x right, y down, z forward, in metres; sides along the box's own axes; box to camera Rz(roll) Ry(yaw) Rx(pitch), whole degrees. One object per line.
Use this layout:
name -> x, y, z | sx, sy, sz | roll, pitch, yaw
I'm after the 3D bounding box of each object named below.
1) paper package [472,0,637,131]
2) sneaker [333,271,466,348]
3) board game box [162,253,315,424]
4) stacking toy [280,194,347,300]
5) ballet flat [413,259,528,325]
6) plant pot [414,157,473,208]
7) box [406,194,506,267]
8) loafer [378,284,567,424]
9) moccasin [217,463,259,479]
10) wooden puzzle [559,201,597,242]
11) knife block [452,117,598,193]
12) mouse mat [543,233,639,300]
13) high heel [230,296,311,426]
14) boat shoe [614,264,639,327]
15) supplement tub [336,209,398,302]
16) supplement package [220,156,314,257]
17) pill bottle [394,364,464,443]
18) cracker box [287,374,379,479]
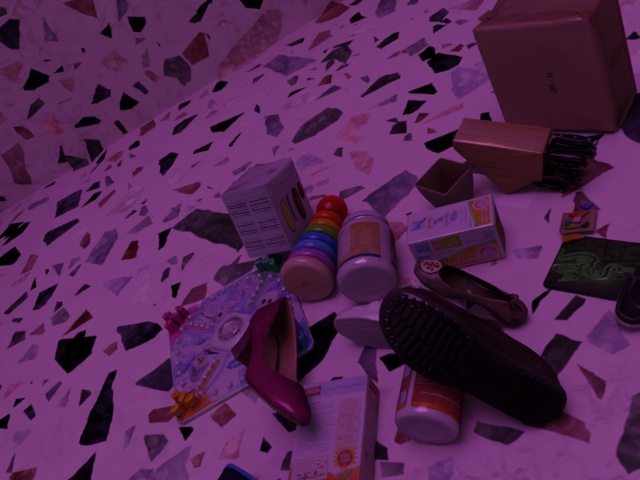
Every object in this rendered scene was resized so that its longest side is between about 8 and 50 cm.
paper package -> 0.582, -0.444, 1.569 | 0.309, 0.325, 0.168 | 12, 55, 45
sneaker -> 0.184, 0.144, 1.406 | 0.292, 0.108, 0.169 | -1, 45, 22
board game box -> -0.236, 0.232, 1.657 | 0.389, 0.050, 0.390 | -31, 37, 4
stacking toy -> 0.000, 0.000, 1.687 | 0.141, 0.141, 0.330 | -12, 35, 26
ballet flat -> 0.311, 0.096, 1.308 | 0.249, 0.058, 0.084 | 28, 50, 21
plant pot -> 0.324, -0.131, 1.601 | 0.109, 0.096, 0.109 | -46, 39, -15
box -> 0.315, -0.012, 1.461 | 0.203, 0.114, 0.103 | -14, 40, 24
loafer -> 0.267, 0.197, 1.147 | 0.134, 0.365, 0.130 | -55, 3, 26
moccasin -> -0.093, 0.532, 1.178 | 0.342, 0.137, 0.117 | -1, 51, 55
wooden puzzle -> 0.565, -0.042, 1.386 | 0.078, 0.014, 0.116 | -9, 39, 30
knife block -> 0.484, -0.217, 1.469 | 0.242, 0.275, 0.088 | -33, 23, 56
mouse mat -> 0.570, 0.053, 1.291 | 0.189, 0.007, 0.153 | 9, 54, 43
high heel -> -0.077, 0.244, 1.358 | 0.181, 0.127, 0.377 | -50, 33, -4
boat shoe -> 0.623, 0.062, 1.181 | 0.233, 0.079, 0.084 | -46, 45, -15
supplement tub -> 0.112, 0.035, 1.537 | 0.144, 0.144, 0.200 | -19, 39, 19
supplement package -> -0.141, -0.093, 1.778 | 0.149, 0.203, 0.194 | -10, 25, 28
pill bottle -> 0.220, 0.267, 1.219 | 0.121, 0.121, 0.216 | -8, 44, 30
cracker box -> 0.030, 0.394, 1.266 | 0.155, 0.067, 0.232 | -15, 42, 24
